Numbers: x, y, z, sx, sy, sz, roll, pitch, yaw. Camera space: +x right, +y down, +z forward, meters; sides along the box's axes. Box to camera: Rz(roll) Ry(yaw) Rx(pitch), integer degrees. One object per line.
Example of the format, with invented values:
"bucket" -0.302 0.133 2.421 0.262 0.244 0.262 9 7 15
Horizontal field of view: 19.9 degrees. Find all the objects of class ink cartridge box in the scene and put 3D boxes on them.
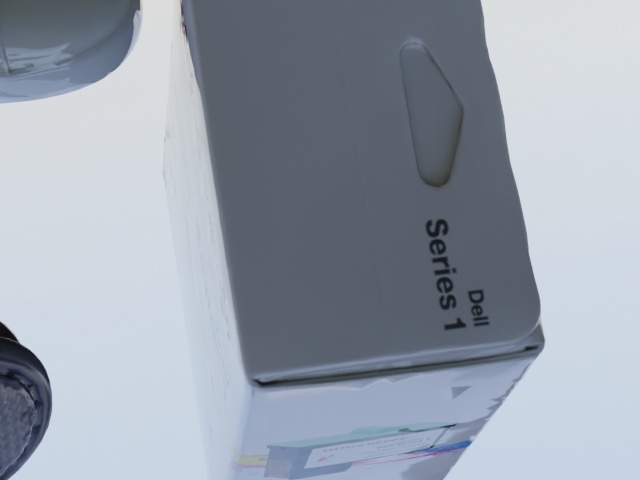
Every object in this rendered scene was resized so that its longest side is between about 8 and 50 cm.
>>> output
"ink cartridge box" 0.000 0.000 0.810 0.117 0.201 0.278 -7 161 -8

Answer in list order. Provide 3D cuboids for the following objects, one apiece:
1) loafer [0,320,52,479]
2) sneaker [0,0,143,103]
"loafer" -0.239 0.066 0.575 0.302 0.109 0.095 -17 -133 -25
"sneaker" -0.215 -0.146 0.784 0.290 0.106 0.123 17 149 -2
